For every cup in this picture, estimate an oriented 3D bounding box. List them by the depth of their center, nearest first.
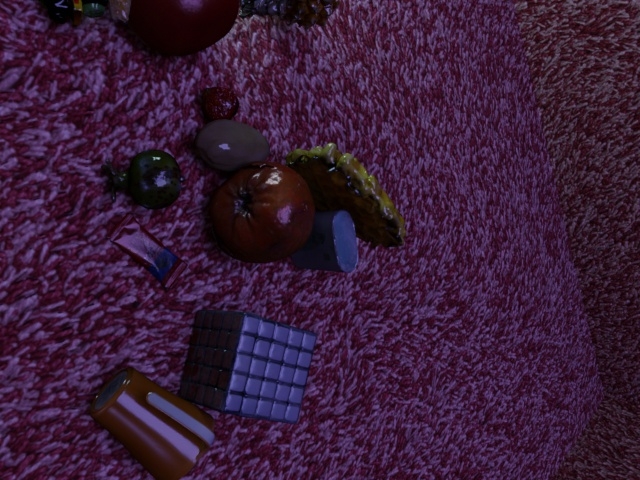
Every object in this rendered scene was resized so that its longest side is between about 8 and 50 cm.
[{"bbox_3d":[-0.366,0.412,1.195,0.264,0.226,0.182,47,43,-21],"label":"cup"}]

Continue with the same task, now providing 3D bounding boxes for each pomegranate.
[{"bbox_3d":[-0.407,-0.140,1.234,0.169,0.148,0.149,-15,97,-33],"label":"pomegranate"}]

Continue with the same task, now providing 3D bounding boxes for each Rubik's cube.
[{"bbox_3d":[-0.183,0.312,1.334,0.236,0.237,0.238,22,74,-38],"label":"Rubik's cube"}]

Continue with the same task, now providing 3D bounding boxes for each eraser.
[{"bbox_3d":[0.000,0.000,1.506,0.081,0.227,0.174,-18,101,-35],"label":"eraser"}]

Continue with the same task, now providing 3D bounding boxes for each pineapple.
[{"bbox_3d":[-0.112,-0.667,1.402,0.271,0.262,0.263,-40,113,-44],"label":"pineapple"}]

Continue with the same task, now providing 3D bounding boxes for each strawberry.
[{"bbox_3d":[-0.266,-0.357,1.386,0.106,0.106,0.106,2,86,-40],"label":"strawberry"}]

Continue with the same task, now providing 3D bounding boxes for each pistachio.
[{"bbox_3d":[-0.231,-0.247,1.389,0.226,0.135,0.136,-6,92,-48],"label":"pistachio"}]

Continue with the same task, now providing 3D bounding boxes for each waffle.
[{"bbox_3d":[0.068,-0.118,1.479,0.382,0.379,0.095,47,72,-22],"label":"waffle"}]

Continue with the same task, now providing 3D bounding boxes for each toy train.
[{"bbox_3d":[-0.544,-0.621,1.149,0.160,0.100,0.297,-7,92,-27],"label":"toy train"}]

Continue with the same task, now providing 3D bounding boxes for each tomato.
[{"bbox_3d":[-0.334,-0.586,1.256,0.298,0.226,0.299,0,90,-43],"label":"tomato"}]

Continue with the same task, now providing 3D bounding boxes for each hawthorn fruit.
[{"bbox_3d":[-0.131,-0.070,1.402,0.307,0.275,0.276,3,86,-69],"label":"hawthorn fruit"}]

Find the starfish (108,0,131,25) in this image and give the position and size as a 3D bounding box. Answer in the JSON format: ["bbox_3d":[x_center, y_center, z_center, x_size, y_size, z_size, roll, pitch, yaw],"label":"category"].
[{"bbox_3d":[-0.412,-0.640,1.082,0.432,0.082,0.324,35,74,-10],"label":"starfish"}]

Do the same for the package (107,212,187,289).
[{"bbox_3d":[-0.417,0.028,1.289,0.200,0.022,0.083,47,60,-26],"label":"package"}]
